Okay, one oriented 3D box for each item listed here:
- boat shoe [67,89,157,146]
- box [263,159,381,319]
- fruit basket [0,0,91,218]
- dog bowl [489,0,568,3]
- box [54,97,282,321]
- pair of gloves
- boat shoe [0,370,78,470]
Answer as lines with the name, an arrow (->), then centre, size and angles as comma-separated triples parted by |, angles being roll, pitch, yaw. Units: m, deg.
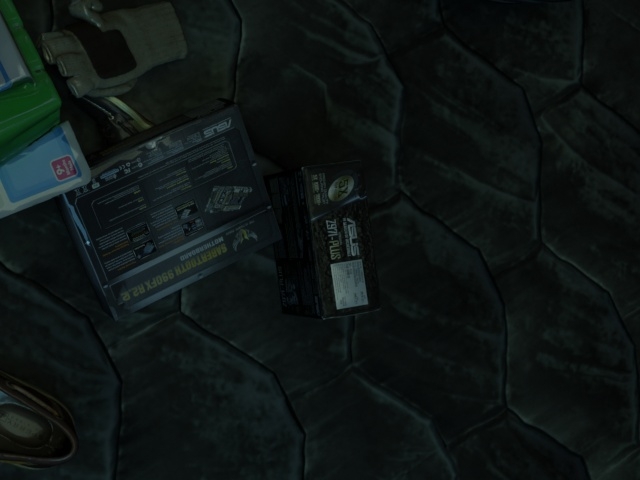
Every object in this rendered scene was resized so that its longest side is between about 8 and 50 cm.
boat shoe -> -0.233, -0.129, 1.246 | 0.152, 0.056, 0.049 | 33, 73, -18
box -> 0.000, 0.000, 1.286 | 0.078, 0.147, 0.180 | -8, 91, -21
fruit basket -> -0.455, -0.143, 1.068 | 0.353, 0.165, 0.327 | -24, 83, -27
dog bowl -> 0.251, -0.498, 1.393 | 0.408, 0.150, 0.408 | 1, 88, -21
box -> -0.177, -0.039, 1.240 | 0.231, 0.056, 0.183 | -27, 117, -19
pair of gloves -> -0.267, -0.282, 1.207 | 0.204, 0.042, 0.240 | -41, 109, -47
boat shoe -> -0.416, 0.163, 1.133 | 0.342, 0.123, 0.123 | 29, 79, -18
